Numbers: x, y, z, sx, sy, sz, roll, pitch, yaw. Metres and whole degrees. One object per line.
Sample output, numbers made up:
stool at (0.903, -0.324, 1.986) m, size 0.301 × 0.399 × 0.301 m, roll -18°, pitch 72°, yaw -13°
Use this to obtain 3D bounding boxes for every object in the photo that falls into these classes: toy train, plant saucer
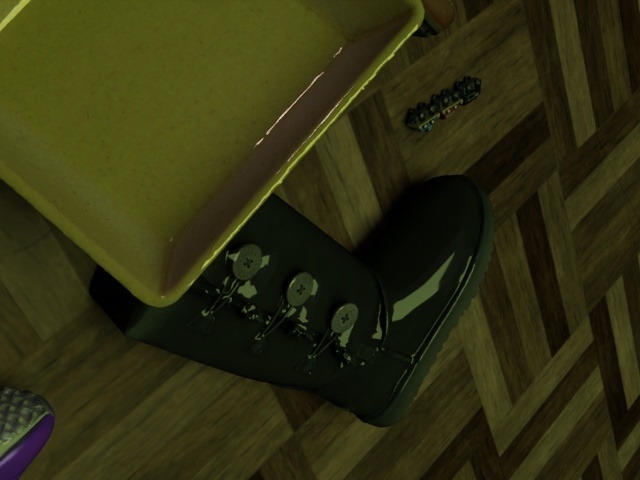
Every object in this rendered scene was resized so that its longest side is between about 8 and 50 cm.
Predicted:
toy train at (0.176, -0.191, 1.127) m, size 0.158 × 0.027 × 0.036 m, roll -33°, pitch 132°, yaw -33°
plant saucer at (-0.141, -0.166, 0.676) m, size 0.333 × 0.081 × 0.332 m, roll 40°, pitch 83°, yaw 5°

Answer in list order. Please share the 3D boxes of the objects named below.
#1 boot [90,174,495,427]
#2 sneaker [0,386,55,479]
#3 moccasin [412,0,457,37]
boot at (-0.001, 0.002, 0.944) m, size 0.445 × 0.146 × 0.366 m, roll 30°, pitch 77°, yaw -38°
sneaker at (-0.345, 0.267, 0.714) m, size 0.293 × 0.102 × 0.146 m, roll -43°, pitch 130°, yaw -21°
moccasin at (0.027, -0.353, 0.770) m, size 0.380 × 0.139 × 0.147 m, roll 44°, pitch 79°, yaw -31°
